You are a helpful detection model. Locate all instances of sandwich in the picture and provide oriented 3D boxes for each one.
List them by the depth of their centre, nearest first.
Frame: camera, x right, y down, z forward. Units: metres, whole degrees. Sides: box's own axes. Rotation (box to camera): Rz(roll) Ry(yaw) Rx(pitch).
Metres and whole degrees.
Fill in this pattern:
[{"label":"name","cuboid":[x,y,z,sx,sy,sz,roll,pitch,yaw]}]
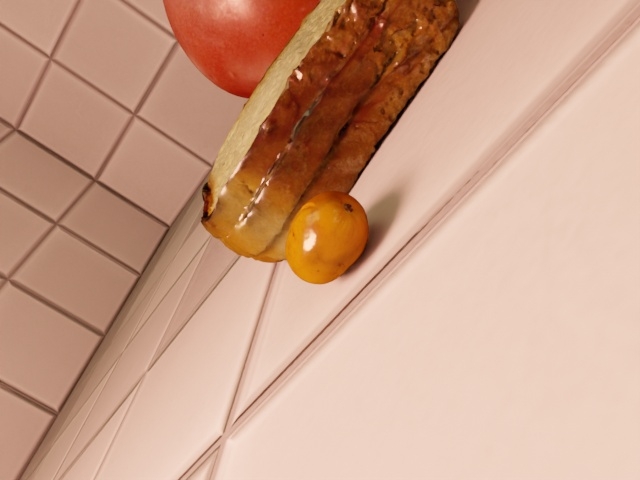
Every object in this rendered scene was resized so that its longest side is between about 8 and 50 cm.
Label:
[{"label":"sandwich","cuboid":[-0.014,-0.119,0.665,0.271,0.099,0.301,-58,16,7]}]

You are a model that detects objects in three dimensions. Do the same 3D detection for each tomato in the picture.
[{"label":"tomato","cuboid":[-0.080,-0.365,1.019,0.321,0.321,0.321,-52,13,18]}]

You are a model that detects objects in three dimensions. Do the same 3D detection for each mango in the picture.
[{"label":"mango","cuboid":[0.000,0.000,0.432,0.060,0.046,0.089,-62,10,-21]}]
